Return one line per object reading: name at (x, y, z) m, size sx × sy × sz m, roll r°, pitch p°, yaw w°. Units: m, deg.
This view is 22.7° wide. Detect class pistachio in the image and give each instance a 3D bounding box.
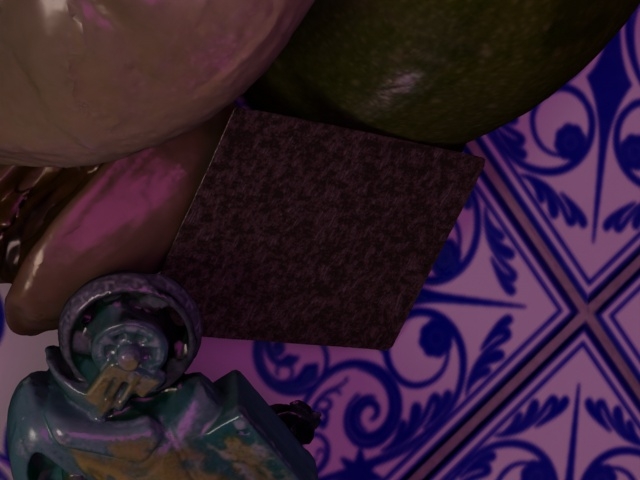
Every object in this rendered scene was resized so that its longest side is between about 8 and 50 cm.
pistachio at (-0.131, -0.029, 0.991) m, size 0.206 × 0.129 × 0.131 m, roll -40°, pitch 151°, yaw -14°

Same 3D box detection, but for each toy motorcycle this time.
toy motorcycle at (-0.099, 0.160, 0.990) m, size 0.198 × 0.109 × 0.296 m, roll -32°, pitch 119°, yaw 12°

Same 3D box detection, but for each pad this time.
pad at (0.000, 0.000, 1.028) m, size 0.235 × 0.003 × 0.158 m, roll 7°, pitch 115°, yaw -45°

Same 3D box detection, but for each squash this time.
squash at (0.108, -0.204, 0.987) m, size 0.310 × 0.309 × 0.310 m, roll 0°, pitch 91°, yaw -27°

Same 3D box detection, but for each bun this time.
bun at (-0.168, -0.203, 0.854) m, size 0.213 × 0.361 × 0.361 m, roll 1°, pitch 91°, yaw -67°
